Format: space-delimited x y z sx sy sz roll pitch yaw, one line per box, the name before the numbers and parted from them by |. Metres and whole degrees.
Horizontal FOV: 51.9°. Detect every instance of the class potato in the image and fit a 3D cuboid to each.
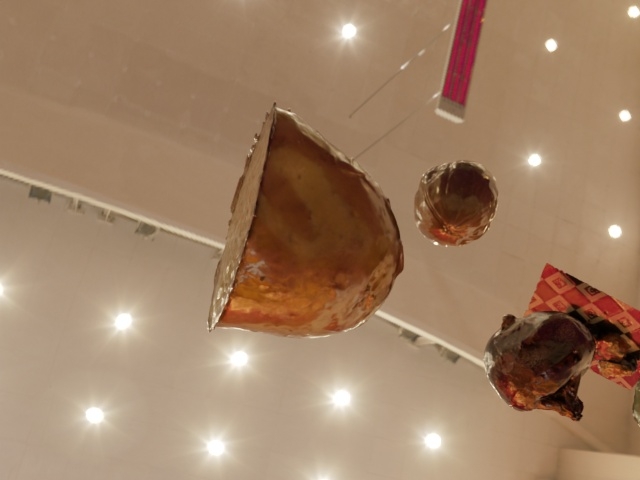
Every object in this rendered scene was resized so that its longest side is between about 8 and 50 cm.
potato | 0.000 0.000 0.887 0.237 0.289 0.301 15 -119 -13

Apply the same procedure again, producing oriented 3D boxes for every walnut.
walnut | 0.219 -0.060 1.067 0.162 0.140 0.140 -33 -88 -50

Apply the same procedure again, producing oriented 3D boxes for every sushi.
sushi | 0.591 0.215 1.467 0.290 0.264 0.050 29 -128 21

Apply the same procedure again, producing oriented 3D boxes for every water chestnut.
water chestnut | 0.460 0.256 1.342 0.224 0.223 0.238 -24 -125 -25

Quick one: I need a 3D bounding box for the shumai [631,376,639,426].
shumai | 0.708 0.244 0.970 0.397 0.323 0.324 20 -148 -10
